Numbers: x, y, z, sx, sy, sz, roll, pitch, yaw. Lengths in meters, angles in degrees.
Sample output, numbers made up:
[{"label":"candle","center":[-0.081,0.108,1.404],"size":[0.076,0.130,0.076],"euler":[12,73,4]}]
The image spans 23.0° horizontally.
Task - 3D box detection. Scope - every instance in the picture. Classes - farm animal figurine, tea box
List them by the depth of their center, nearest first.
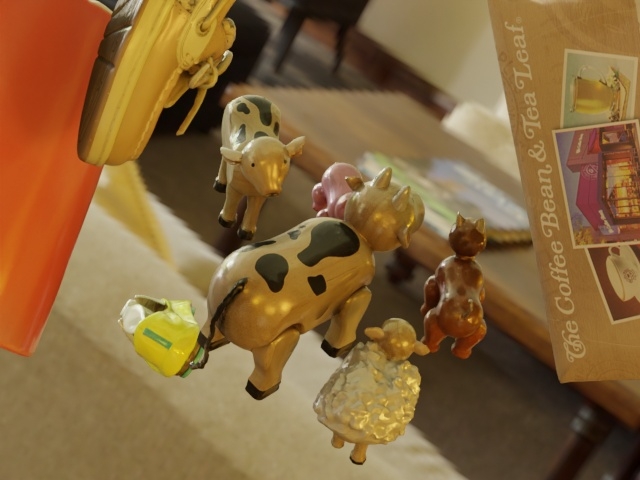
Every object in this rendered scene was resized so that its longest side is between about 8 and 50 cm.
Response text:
[{"label":"tea box","center":[0.331,-0.082,1.321],"size":[0.220,0.329,0.323],"euler":[-5,11,37]},{"label":"farm animal figurine","center":[0.000,0.000,1.433],"size":[0.330,0.172,0.327],"euler":[30,45,14]}]

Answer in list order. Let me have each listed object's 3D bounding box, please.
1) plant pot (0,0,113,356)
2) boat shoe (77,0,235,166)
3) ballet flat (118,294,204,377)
[{"label":"plant pot","center":[-0.270,-0.084,1.128],"size":[0.275,0.243,0.275],"euler":[27,-6,3]},{"label":"boat shoe","center":[-0.068,-0.167,1.012],"size":[0.089,0.285,0.104],"euler":[27,-1,-18]},{"label":"ballet flat","center":[-0.164,0.088,1.578],"size":[0.077,0.077,0.231],"euler":[29,-2,-10]}]
